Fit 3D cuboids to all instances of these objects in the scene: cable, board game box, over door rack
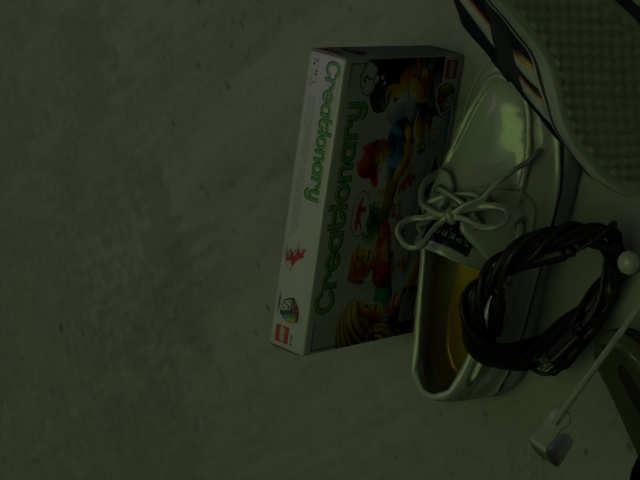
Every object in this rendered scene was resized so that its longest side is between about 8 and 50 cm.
[{"bbox_3d":[0.216,0.046,1.664,0.184,0.150,0.047,-54,29,20],"label":"cable"},{"bbox_3d":[0.047,-0.044,1.771,0.053,0.193,0.305,20,109,38],"label":"board game box"},{"bbox_3d":[0.344,0.117,1.493,0.239,0.108,0.324,37,103,32],"label":"over door rack"}]

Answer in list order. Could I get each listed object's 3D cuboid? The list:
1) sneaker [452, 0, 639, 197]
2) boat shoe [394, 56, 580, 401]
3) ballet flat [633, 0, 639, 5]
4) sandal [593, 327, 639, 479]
[{"bbox_3d":[0.226,-0.186,1.629,0.321,0.126,0.127,56,173,-15],"label":"sneaker"},{"bbox_3d":[0.145,-0.011,1.713,0.136,0.156,0.367,23,110,37],"label":"boat shoe"},{"bbox_3d":[0.394,-0.218,1.474,0.409,0.147,0.147,39,119,25],"label":"ballet flat"},{"bbox_3d":[0.321,0.225,1.616,0.303,0.086,0.120,62,157,22],"label":"sandal"}]
